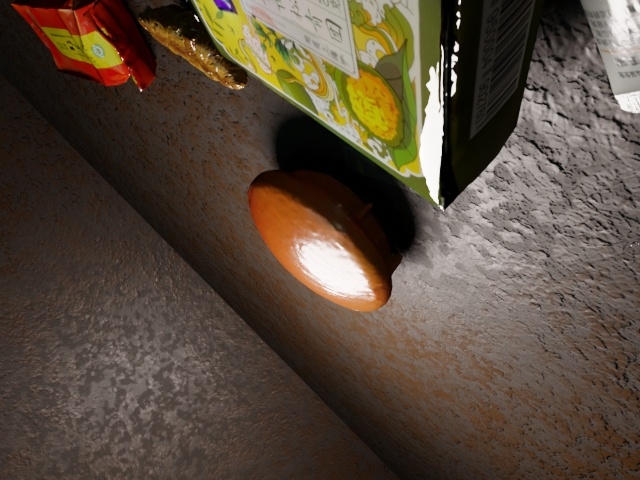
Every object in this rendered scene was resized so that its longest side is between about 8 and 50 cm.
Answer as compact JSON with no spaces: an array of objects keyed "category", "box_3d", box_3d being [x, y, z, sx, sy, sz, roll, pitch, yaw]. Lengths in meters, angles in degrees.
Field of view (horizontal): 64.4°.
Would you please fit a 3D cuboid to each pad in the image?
[{"category":"pad","box_3d":[0.107,-0.138,0.811,0.211,0.003,0.143,26,151,36]}]

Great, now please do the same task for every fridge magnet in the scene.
[{"category":"fridge magnet","box_3d":[0.000,0.000,1.027,0.363,0.155,0.363,36,156,18]}]

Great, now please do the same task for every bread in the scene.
[{"category":"bread","box_3d":[-0.210,-0.348,0.879,0.233,0.076,0.105,33,168,7]}]

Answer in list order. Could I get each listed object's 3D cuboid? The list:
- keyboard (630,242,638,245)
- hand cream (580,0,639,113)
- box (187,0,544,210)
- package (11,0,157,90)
[{"category":"keyboard","box_3d":[0.492,0.155,0.632,0.381,0.041,0.103,50,156,-15]},{"category":"hand cream","box_3d":[0.234,-0.217,0.365,0.314,0.089,0.139,52,165,-26]},{"category":"box","box_3d":[0.000,-0.265,0.471,0.420,0.138,0.373,41,170,25]},{"category":"package","box_3d":[-0.523,-0.462,1.136,0.423,0.123,0.196,24,152,38]}]
